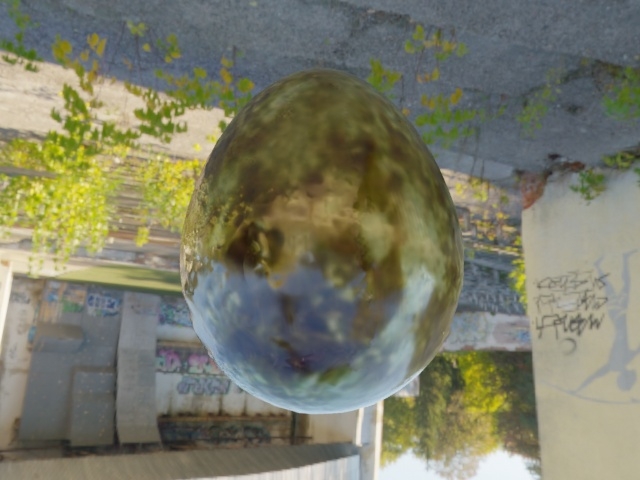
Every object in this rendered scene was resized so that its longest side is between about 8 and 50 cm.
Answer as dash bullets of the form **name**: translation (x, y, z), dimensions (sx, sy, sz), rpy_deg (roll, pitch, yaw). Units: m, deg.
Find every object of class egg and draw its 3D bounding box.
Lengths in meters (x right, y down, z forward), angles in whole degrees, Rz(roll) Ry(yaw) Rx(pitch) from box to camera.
- **egg**: translation (0.000, 0.000, 0.467), dimensions (0.238, 0.289, 0.238), rpy_deg (-3, -174, 0)
